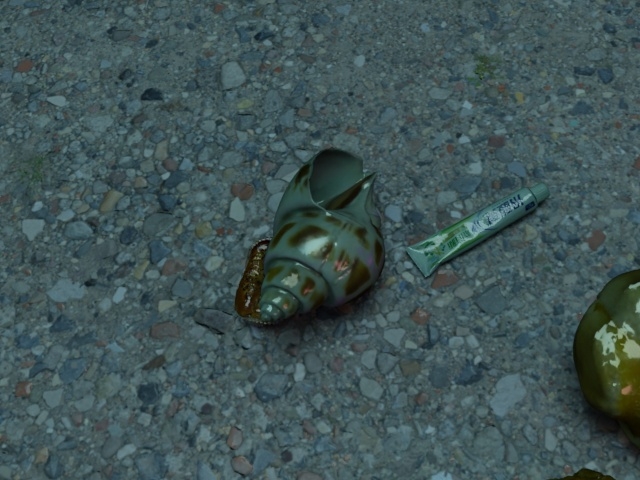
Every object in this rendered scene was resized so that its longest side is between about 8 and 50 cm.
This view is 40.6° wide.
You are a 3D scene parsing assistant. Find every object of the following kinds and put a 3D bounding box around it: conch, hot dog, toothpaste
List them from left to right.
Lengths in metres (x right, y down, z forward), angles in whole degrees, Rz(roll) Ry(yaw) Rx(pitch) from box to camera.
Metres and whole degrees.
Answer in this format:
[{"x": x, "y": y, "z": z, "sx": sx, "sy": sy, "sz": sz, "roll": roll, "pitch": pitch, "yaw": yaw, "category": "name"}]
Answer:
[{"x": -0.102, "y": 0.076, "z": 1.632, "sx": 0.108, "sy": 0.059, "sz": 0.191, "roll": 8, "pitch": 56, "yaw": 6, "category": "hot dog"}, {"x": 0.000, "y": -0.001, "z": 1.553, "sx": 0.197, "sy": 0.249, "sz": 0.368, "roll": -28, "pitch": 17, "yaw": 28, "category": "conch"}, {"x": 0.307, "y": -0.028, "z": 1.655, "sx": 0.297, "sy": 0.048, "sz": 0.075, "roll": -29, "pitch": 61, "yaw": -7, "category": "toothpaste"}]

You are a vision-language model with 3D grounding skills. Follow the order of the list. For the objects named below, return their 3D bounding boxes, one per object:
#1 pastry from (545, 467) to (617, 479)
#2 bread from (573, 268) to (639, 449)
[{"x": 0.392, "y": 0.453, "z": 1.261, "sx": 0.240, "sy": 0.132, "sz": 0.235, "roll": 28, "pitch": 34, "yaw": 4, "category": "pastry"}, {"x": 0.573, "y": 0.183, "z": 1.389, "sx": 0.341, "sy": 0.210, "sz": 0.300, "roll": -21, "pitch": 79, "yaw": 1, "category": "bread"}]
